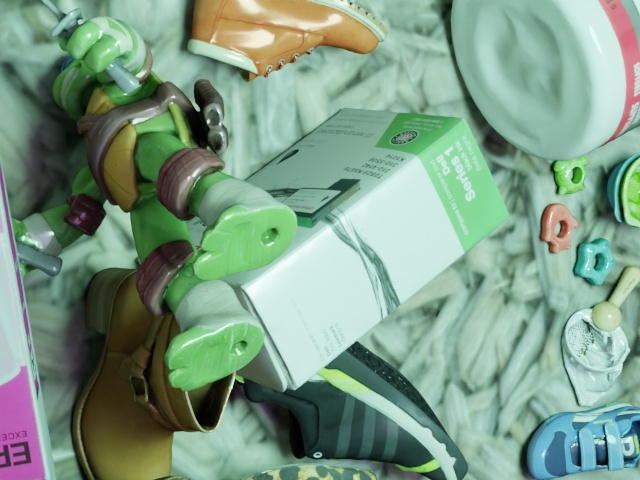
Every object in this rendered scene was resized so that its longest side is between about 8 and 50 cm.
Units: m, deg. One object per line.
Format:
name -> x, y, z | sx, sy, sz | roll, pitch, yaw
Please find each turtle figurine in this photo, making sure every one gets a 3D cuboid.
turtle figurine -> -0.154, -0.037, 1.063 | 0.198, 0.266, 0.275 | -50, 143, 8

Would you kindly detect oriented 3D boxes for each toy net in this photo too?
toy net -> 0.247, 0.035, 1.477 | 0.122, 0.045, 0.232 | 2, 96, -35

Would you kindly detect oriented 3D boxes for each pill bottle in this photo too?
pill bottle -> 0.277, -0.202, 1.381 | 0.319, 0.176, 0.176 | -28, 112, -28

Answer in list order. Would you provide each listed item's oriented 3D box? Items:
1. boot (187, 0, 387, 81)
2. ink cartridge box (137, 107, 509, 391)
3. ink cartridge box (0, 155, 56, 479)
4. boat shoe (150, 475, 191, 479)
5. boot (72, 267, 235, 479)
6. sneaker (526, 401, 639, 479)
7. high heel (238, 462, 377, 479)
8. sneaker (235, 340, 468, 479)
boot -> -0.026, -0.153, 1.257 | 0.158, 0.059, 0.084 | 14, 92, -27
ink cartridge box -> 0.000, 0.000, 1.232 | 0.219, 0.160, 0.092 | -37, 115, -25
ink cartridge box -> -0.266, 0.056, 1.015 | 0.176, 0.069, 0.370 | -9, 109, -6
boat shoe -> -0.114, 0.204, 1.149 | 0.307, 0.110, 0.104 | 1, 140, -5
boot -> -0.111, 0.118, 1.178 | 0.073, 0.152, 0.197 | -14, 105, -33
sneaker -> 0.245, 0.178, 1.490 | 0.144, 0.059, 0.053 | -16, 108, -31
high heel -> -0.039, 0.270, 1.229 | 0.261, 0.186, 0.093 | -19, 143, -23
sneaker -> 0.018, 0.137, 1.333 | 0.097, 0.084, 0.235 | -45, 121, 7
